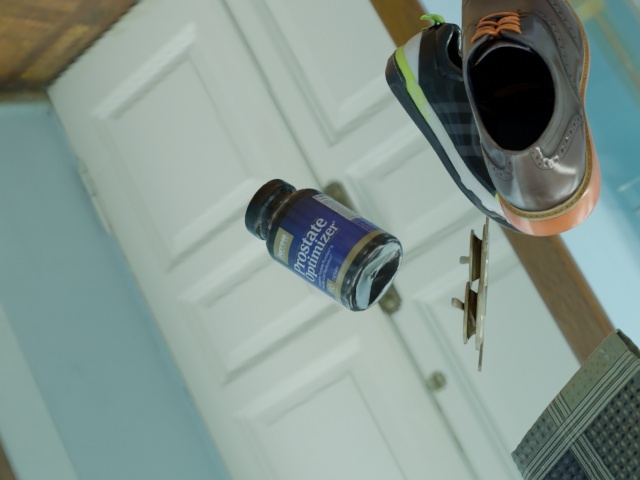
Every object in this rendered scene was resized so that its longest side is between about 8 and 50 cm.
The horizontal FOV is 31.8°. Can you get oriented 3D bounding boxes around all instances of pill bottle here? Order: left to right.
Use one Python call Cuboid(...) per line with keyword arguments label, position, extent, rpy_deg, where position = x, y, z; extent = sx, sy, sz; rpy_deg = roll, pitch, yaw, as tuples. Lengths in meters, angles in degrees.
Cuboid(label="pill bottle", position=(0.000, 0.000, 1.615), extent=(0.123, 0.219, 0.122), rpy_deg=(-38, 146, -32))

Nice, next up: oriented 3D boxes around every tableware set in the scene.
Cuboid(label="tableware set", position=(0.183, 0.053, 1.368), extent=(0.039, 0.194, 0.128), rpy_deg=(3, 126, 10))

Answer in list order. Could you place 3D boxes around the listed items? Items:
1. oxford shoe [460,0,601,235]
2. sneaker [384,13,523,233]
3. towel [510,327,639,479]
Cuboid(label="oxford shoe", position=(0.148, -0.139, 0.829), extent=(0.097, 0.271, 0.098), rpy_deg=(-19, 141, 16))
Cuboid(label="sneaker", position=(0.156, -0.113, 1.069), extent=(0.097, 0.234, 0.084), rpy_deg=(-40, 175, 26))
Cuboid(label="towel", position=(0.456, 0.349, 1.720), extent=(0.056, 0.312, 0.324), rpy_deg=(8, 128, -34))
